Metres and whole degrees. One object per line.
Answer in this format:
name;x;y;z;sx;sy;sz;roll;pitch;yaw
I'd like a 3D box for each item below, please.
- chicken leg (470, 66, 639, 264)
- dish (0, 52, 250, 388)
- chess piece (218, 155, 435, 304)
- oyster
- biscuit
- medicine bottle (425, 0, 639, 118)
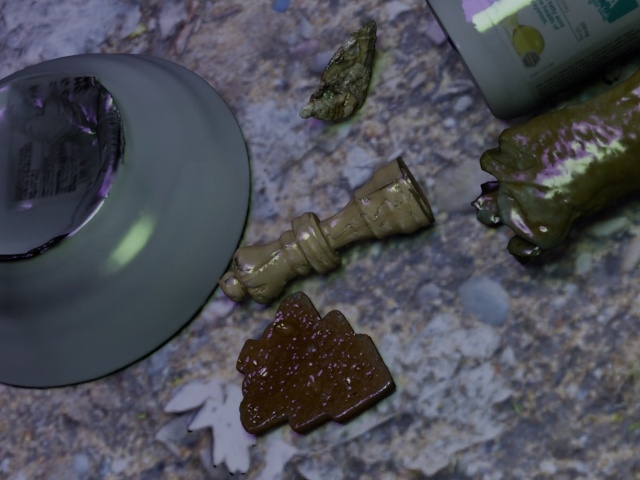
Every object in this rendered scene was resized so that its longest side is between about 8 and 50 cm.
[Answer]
chicken leg;0.295;-0.093;1.411;0.429;0.152;0.201;-22;66;19
dish;-0.219;-0.042;1.608;0.316;0.106;0.316;-10;61;17
chess piece;0.000;-0.001;1.528;0.172;0.060;0.060;-28;57;8
oyster;0.023;-0.131;1.582;0.038;0.080;0.083;37;116;10
biscuit;-0.003;0.100;1.498;0.130;0.019;0.119;12;69;27
medicine bottle;0.195;-0.196;1.503;0.215;0.135;0.135;-31;57;5
